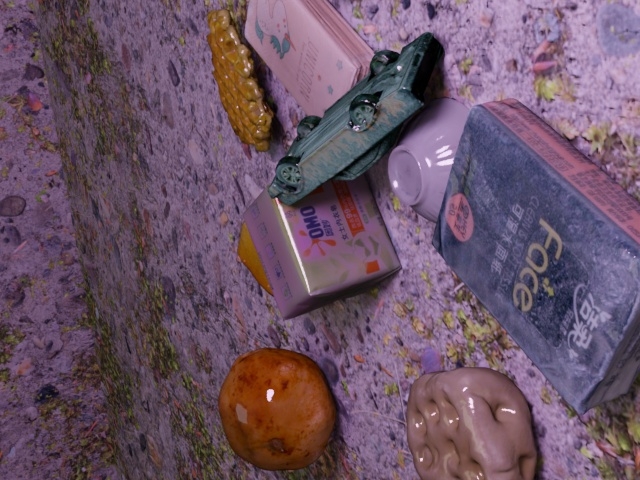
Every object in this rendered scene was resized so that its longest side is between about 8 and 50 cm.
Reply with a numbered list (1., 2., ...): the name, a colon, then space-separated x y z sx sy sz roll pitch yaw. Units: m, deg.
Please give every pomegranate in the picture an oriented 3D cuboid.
1. pomegranate: -0.084 0.322 1.766 0.248 0.248 0.248 37 135 50

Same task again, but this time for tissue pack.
1. tissue pack: 0.268 0.010 1.071 0.316 0.103 0.228 52 146 39
2. tissue pack: -0.017 -0.307 1.482 0.325 0.071 0.170 54 146 33

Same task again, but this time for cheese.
1. cheese: 0.213 0.270 1.292 0.235 0.117 0.218 53 144 39

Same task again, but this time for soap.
1. soap: 0.000 0.000 1.484 0.138 0.182 0.199 -38 70 60

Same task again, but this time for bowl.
1. bowl: 0.148 -0.097 1.263 0.189 0.086 0.189 35 132 51

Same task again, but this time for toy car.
1. toy car: 0.048 -0.157 1.300 0.097 0.141 0.320 38 138 -17

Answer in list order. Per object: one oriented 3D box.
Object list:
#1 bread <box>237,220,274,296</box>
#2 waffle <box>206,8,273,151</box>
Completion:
1. bread: -0.072 0.041 1.737 0.245 0.102 0.094 41 131 45
2. waffle: -0.155 -0.295 1.713 0.291 0.051 0.291 59 164 30
